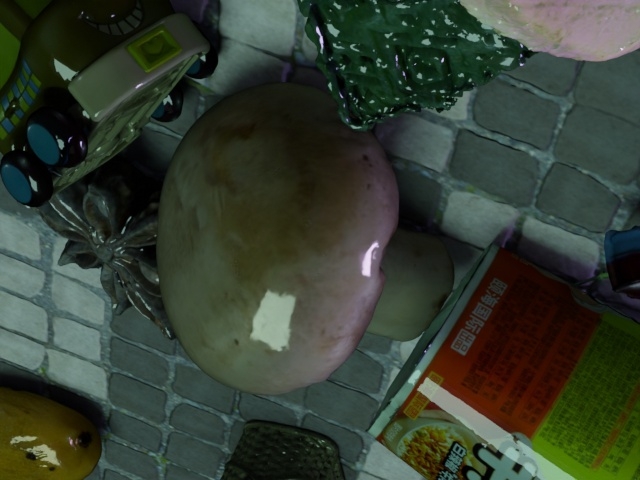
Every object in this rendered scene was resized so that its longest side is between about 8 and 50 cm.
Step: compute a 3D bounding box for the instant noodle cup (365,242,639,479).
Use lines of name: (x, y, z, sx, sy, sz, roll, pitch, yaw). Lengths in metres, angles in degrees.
instant noodle cup: (0.230, 0.178, 1.756, 0.308, 0.294, 0.294, 32, 145, 2)

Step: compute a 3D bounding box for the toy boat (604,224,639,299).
toy boat: (0.352, 0.002, 1.581, 0.223, 0.097, 0.100, -1, 152, 31)

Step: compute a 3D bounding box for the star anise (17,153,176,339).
star anise: (-0.198, -0.013, 1.890, 0.236, 0.109, 0.223, 17, 139, 42)

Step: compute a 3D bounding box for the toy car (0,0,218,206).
toy car: (-0.237, -0.170, 1.669, 0.198, 0.204, 0.248, 52, 144, 2)

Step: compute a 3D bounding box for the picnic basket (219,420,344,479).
picnic basket: (-0.066, 0.336, 2.177, 0.134, 0.196, 0.154, 12, 144, 23)

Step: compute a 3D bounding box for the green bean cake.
green bean cake: (0.097, -0.174, 1.504, 0.208, 0.107, 0.193, 5, 139, 24)

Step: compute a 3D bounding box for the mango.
mango: (-0.401, 0.260, 2.355, 0.262, 0.109, 0.157, 0, 142, 34)

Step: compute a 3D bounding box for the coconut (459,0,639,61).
coconut: (0.163, -0.268, 1.240, 0.233, 0.245, 0.233, -9, 130, -11)

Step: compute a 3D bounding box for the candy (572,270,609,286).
candy: (0.272, 0.036, 1.742, 0.083, 0.025, 0.023, -24, 94, 57)

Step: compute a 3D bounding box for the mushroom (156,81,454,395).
mushroom: (0.000, 0.000, 1.704, 0.290, 0.292, 0.292, 7, 156, -34)
